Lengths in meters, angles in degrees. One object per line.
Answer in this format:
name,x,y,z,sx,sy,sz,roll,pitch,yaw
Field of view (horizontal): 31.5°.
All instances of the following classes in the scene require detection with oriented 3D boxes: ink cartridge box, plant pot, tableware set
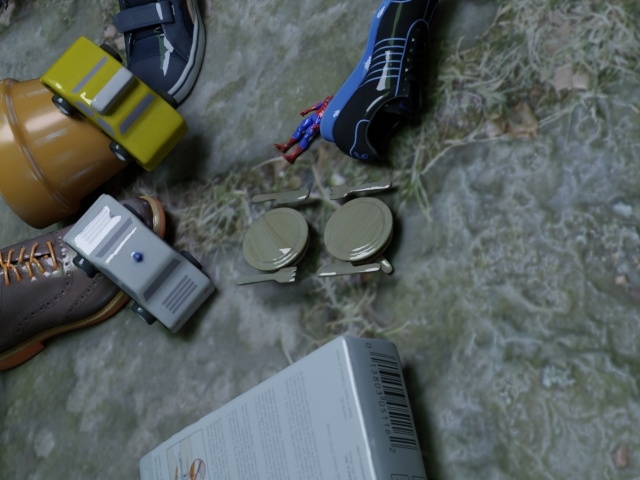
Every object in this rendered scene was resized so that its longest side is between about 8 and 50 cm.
ink cartridge box,-0.043,0.320,1.241,0.385,0.091,0.308,-35,55,37
plant pot,-0.339,-0.145,1.534,0.188,0.205,0.205,-24,59,5
tableware set,0.000,0.000,1.345,0.194,0.039,0.128,-6,57,25

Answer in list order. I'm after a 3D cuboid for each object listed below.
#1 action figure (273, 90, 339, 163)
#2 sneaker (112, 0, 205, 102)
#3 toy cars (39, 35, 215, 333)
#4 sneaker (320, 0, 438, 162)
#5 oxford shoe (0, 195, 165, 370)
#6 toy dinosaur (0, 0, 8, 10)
action figure,-0.008,-0.147,1.414,0.115,0.030,0.038,-43,50,9
sneaker,-0.236,-0.346,1.579,0.126,0.127,0.321,-9,68,28
toy cars,-0.240,-0.077,1.402,0.177,0.087,0.393,-9,82,-9
sneaker,0.092,-0.200,1.342,0.090,0.081,0.232,32,97,34
oxford shoe,-0.361,0.052,1.496,0.364,0.133,0.130,-36,56,16
toy dinosaur,-0.491,-0.428,1.816,0.268,0.064,0.118,-45,47,6
